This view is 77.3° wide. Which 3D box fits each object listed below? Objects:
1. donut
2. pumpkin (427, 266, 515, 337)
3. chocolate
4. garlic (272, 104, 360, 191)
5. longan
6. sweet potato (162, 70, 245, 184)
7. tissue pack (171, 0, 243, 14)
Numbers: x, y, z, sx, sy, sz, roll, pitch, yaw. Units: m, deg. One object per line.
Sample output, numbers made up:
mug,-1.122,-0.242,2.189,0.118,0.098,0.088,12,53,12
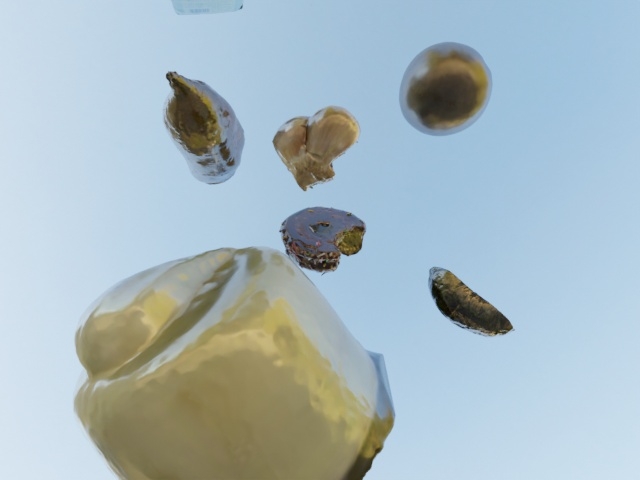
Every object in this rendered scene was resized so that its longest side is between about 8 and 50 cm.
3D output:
donut,0.001,-0.001,1.062,0.216,0.230,0.096,14,-51,17
pumpkin,0.120,0.058,0.339,0.028,0.083,0.050,-48,-28,-14
chocolate,-0.108,0.147,0.489,0.314,0.326,0.297,-26,-81,11
garlic,-0.004,-0.164,0.692,0.174,0.099,0.124,-18,-76,36
longan,0.335,-0.409,1.101,0.258,0.258,0.258,-1,-60,-1
sweet potato,-0.237,-0.221,0.836,0.158,0.370,0.158,1,-96,-7
tissue pack,-0.261,-0.586,0.907,0.177,0.263,0.089,-12,-71,-11
